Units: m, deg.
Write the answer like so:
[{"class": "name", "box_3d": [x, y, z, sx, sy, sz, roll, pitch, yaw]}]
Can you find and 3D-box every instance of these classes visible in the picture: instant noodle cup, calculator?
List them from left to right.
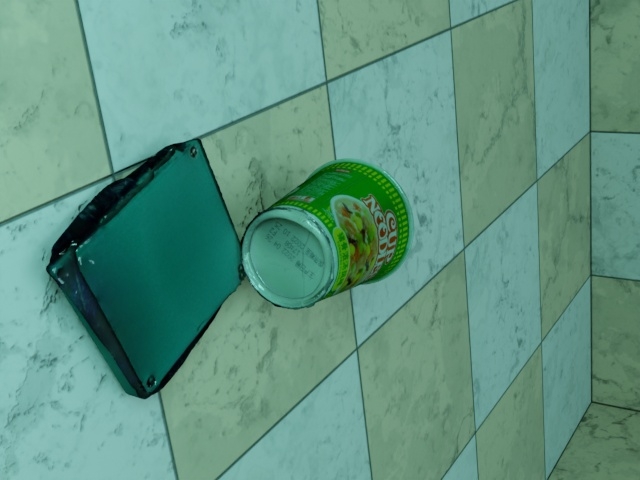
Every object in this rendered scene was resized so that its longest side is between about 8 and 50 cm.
[{"class": "calculator", "box_3d": [-0.206, 0.031, 1.105, 0.274, 0.058, 0.248, -56, 140, -38]}, {"class": "instant noodle cup", "box_3d": [0.000, 0.000, 1.271, 0.233, 0.207, 0.207, -31, 121, -60]}]
